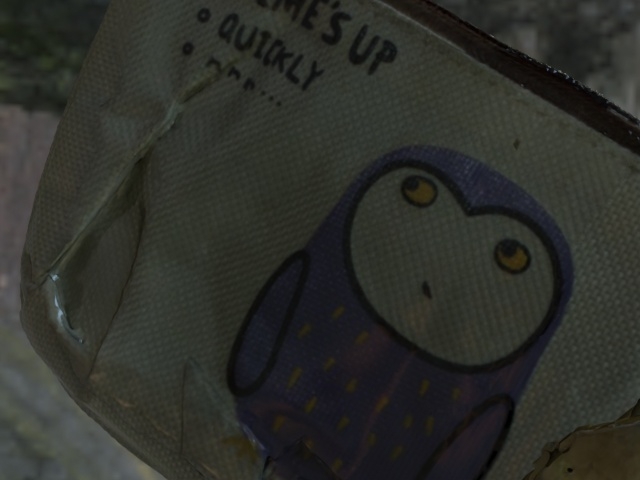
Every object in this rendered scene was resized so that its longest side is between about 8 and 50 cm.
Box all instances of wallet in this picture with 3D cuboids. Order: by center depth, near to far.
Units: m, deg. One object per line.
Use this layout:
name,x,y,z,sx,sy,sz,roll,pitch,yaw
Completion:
wallet,0.002,-0.001,0.836,0.275,0.335,0.068,-61,162,16

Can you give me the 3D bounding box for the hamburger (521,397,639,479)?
hamburger,0.147,0.176,0.568,0.283,0.259,0.144,-61,161,19
